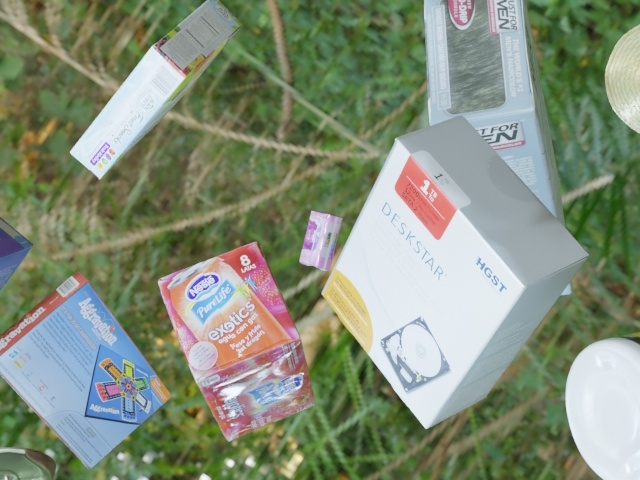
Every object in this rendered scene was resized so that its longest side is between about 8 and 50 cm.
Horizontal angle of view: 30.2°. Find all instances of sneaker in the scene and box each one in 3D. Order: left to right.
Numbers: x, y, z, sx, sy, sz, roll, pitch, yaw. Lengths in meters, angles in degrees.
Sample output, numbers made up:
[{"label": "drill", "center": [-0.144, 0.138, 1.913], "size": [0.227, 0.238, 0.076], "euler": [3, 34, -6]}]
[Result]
[{"label": "sneaker", "center": [-0.412, 0.290, 1.385], "size": [0.192, 0.064, 0.086], "euler": [2, -151, -2]}]

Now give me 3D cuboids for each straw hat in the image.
[{"label": "straw hat", "center": [0.392, -0.175, 1.310], "size": [0.144, 0.144, 0.061], "euler": [34, -175, -19]}]

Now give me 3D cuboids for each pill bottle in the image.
[{"label": "pill bottle", "center": [0.313, 0.123, 0.957], "size": [0.208, 0.119, 0.119], "euler": [-7, -163, -28]}]

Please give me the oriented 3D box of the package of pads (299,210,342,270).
[{"label": "package of pads", "center": [0.000, 0.000, 1.750], "size": [0.032, 0.083, 0.050], "euler": [13, -179, -38]}]

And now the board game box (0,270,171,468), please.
[{"label": "board game box", "center": [-0.291, 0.166, 1.460], "size": [0.027, 0.145, 0.281], "euler": [40, 163, 36]}]

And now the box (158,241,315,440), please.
[{"label": "box", "center": [-0.089, 0.122, 1.359], "size": [0.257, 0.122, 0.128], "euler": [81, 165, -66]}]

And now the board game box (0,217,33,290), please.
[{"label": "board game box", "center": [-0.489, 0.094, 1.367], "size": [0.078, 0.233, 0.347], "euler": [39, -168, 2]}]

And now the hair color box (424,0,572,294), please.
[{"label": "hair color box", "center": [0.212, -0.100, 1.381], "size": [0.113, 0.185, 0.374], "euler": [-8, 146, 13]}]

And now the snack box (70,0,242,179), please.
[{"label": "snack box", "center": [-0.130, -0.121, 0.942], "size": [0.037, 0.100, 0.141], "euler": [44, 130, -6]}]

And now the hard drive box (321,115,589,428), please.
[{"label": "hard drive box", "center": [0.115, 0.032, 1.104], "size": [0.181, 0.089, 0.232], "euler": [51, 142, 24]}]
